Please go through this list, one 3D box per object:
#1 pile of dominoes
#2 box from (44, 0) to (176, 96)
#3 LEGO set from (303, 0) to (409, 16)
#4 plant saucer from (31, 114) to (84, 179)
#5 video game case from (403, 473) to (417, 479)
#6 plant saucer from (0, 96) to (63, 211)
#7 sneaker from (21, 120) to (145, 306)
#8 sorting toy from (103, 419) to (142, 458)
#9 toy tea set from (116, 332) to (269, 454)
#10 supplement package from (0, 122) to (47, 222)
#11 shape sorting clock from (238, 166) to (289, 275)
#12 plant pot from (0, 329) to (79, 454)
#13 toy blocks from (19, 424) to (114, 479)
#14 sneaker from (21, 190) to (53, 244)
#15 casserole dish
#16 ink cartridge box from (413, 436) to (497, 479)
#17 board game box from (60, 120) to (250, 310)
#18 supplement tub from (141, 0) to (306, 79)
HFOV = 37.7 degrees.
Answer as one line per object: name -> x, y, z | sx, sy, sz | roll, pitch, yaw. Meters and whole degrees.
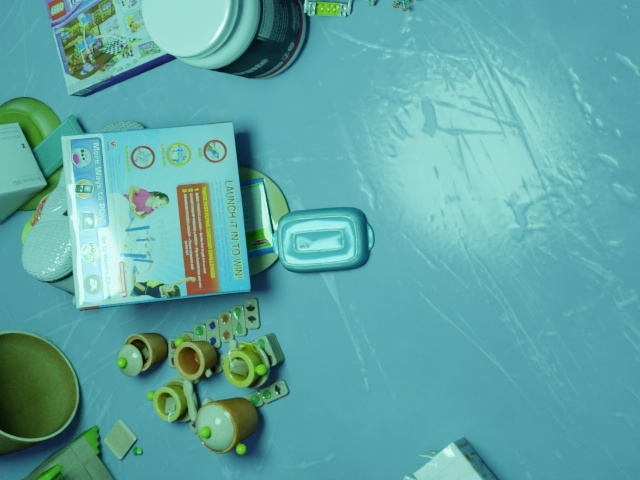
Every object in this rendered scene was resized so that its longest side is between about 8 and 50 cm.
pile of dominoes -> -0.189, 0.241, 1.783 | 0.251, 0.040, 0.196 | -27, 82, 23
box -> -0.388, -0.422, 1.822 | 0.293, 0.057, 0.201 | -16, 87, 24
LEGO set -> 0.070, -0.422, 1.593 | 0.286, 0.132, 0.107 | 8, 115, 1
plant saucer -> -0.553, -0.172, 1.895 | 0.192, 0.018, 0.067 | -37, 78, 22
video game case -> 0.191, 0.510, 1.639 | 0.143, 0.019, 0.157 | 20, 100, 22
plant saucer -> -0.634, -0.181, 1.961 | 0.240, 0.037, 0.241 | 1, 93, 25
sneaker -> -0.426, -0.046, 1.826 | 0.137, 0.210, 0.366 | 16, 65, 22
sorting toy -> -0.398, 0.413, 1.903 | 0.083, 0.012, 0.062 | 44, 104, 20
toy tea set -> -0.255, 0.275, 1.745 | 0.336, 0.124, 0.200 | 7, 100, 31
supplement package -> -0.714, -0.108, 1.824 | 0.204, 0.261, 0.145 | -29, 86, 37
shape sorting clock -> -0.155, -0.033, 1.749 | 0.206, 0.040, 0.206 | -1, 87, 16
plant pot -> -0.661, 0.347, 1.922 | 0.254, 0.237, 0.237 | -39, 77, 36
toy blocks -> -0.488, 0.565, 1.791 | 0.190, 0.381, 0.261 | -31, 96, 24
sneaker -> -0.550, -0.053, 1.899 | 0.208, 0.094, 0.081 | -41, 78, 22
casserole dish -> 0.000, 0.000, 1.666 | 0.188, 0.037, 0.114 | -4, 91, 14
ink cartridge box -> 0.230, 0.401, 1.564 | 0.090, 0.092, 0.143 | -42, 72, 11
board game box -> -0.290, -0.043, 1.664 | 0.301, 0.086, 0.308 | -5, 85, -8
supplement tub -> -0.159, -0.383, 1.603 | 0.191, 0.272, 0.191 | 2, 94, 25
